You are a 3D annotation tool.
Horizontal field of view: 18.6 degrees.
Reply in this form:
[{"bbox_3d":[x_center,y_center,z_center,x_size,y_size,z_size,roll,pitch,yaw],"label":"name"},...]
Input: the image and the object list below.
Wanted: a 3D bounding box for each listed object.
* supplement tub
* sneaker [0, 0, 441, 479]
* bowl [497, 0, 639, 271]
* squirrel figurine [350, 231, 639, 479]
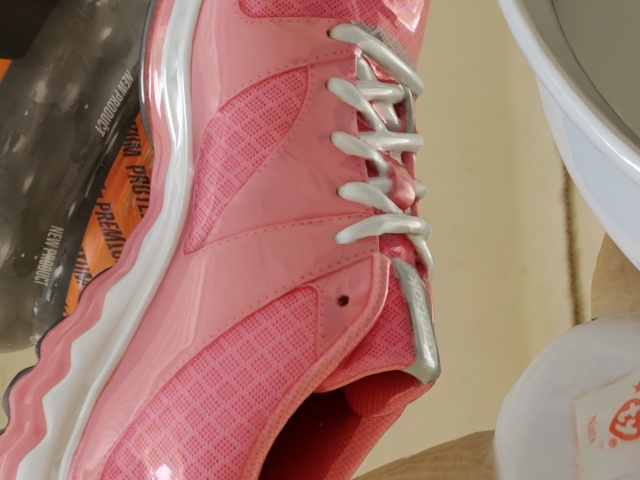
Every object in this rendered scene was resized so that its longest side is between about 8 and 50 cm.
[{"bbox_3d":[-0.208,-0.079,0.921,0.338,0.207,0.207,24,-127,4],"label":"supplement tub"},{"bbox_3d":[0.000,0.001,0.688,0.136,0.116,0.313,16,-97,38],"label":"sneaker"},{"bbox_3d":[0.191,-0.049,0.575,0.298,0.134,0.298,-1,-130,1],"label":"bowl"},{"bbox_3d":[0.276,0.190,1.003,0.281,0.370,0.397,-53,-143,-2],"label":"squirrel figurine"}]
